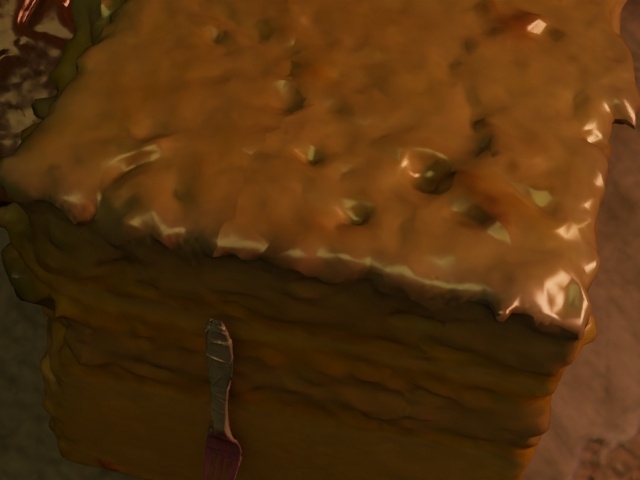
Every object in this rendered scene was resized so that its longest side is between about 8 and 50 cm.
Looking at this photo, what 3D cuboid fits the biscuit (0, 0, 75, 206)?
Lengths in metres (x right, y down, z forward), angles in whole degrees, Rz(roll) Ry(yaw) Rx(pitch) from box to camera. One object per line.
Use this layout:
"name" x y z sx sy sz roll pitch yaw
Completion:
"biscuit" -0.230 -0.137 0.622 0.295 0.044 0.186 40 89 7

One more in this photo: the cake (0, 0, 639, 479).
"cake" 0.000 0.000 0.495 0.227 0.286 0.222 11 55 7

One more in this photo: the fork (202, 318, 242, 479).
"fork" -0.037 0.062 0.393 0.016 0.115 0.012 10 48 4
